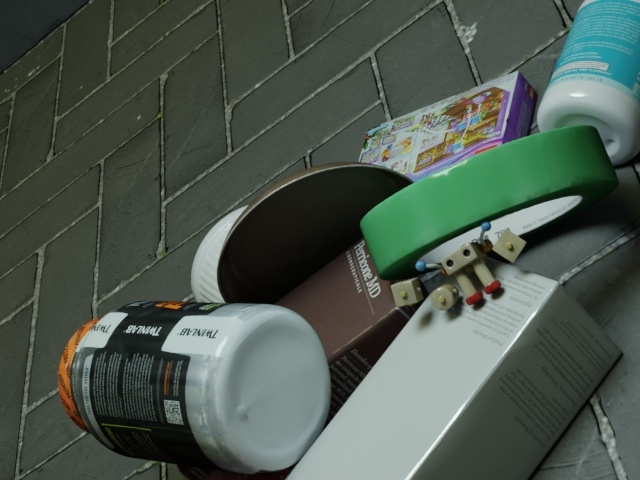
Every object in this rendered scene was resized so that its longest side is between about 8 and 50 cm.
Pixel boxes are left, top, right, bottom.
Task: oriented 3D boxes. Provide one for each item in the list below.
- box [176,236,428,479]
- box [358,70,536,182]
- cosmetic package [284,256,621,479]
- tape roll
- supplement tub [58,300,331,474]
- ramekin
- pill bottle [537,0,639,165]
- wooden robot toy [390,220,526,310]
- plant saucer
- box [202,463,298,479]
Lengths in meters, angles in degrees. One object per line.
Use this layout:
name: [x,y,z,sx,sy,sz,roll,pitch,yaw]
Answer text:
box: [-0.022,0.183,1.959,0.381,0.143,0.191,-36,32,12]
box: [0.176,-0.123,2.158,0.293,0.057,0.201,-19,39,37]
cosmetic package: [0.154,0.207,1.698,0.365,0.155,0.197,-51,32,-9]
tape roll: [0.210,-0.044,1.801,0.321,0.321,0.077,-26,78,29]
supplement tub: [-0.168,0.179,1.810,0.338,0.207,0.207,-1,52,44]
ramekin: [-0.076,0.059,2.110,0.207,0.207,0.109,-47,37,-3]
pill bottle: [0.397,-0.240,1.941,0.146,0.146,0.264,-9,47,46]
wooden robot toy: [0.172,0.035,1.696,0.173,0.076,0.079,-32,-4,20]
plant saucer: [0.000,0.000,1.977,0.310,0.310,0.050,-38,49,13]
box: [-0.052,0.379,1.771,0.122,0.128,0.257,-38,32,13]
